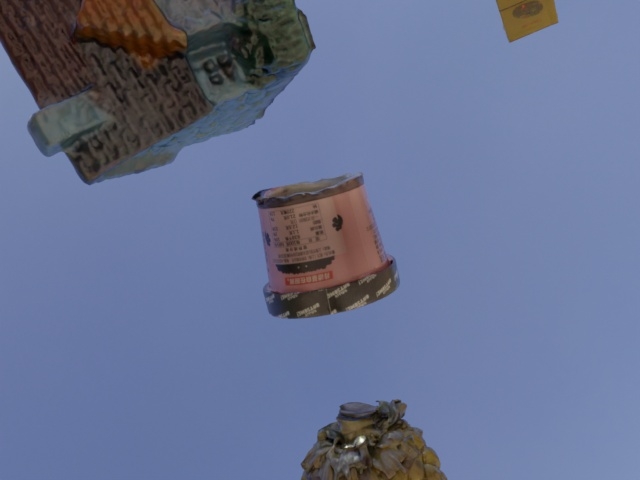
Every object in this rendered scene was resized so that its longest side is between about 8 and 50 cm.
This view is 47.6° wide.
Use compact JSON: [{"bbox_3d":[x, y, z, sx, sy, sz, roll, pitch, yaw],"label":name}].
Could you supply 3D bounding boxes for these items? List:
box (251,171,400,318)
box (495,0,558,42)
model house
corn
[{"bbox_3d":[0.000,0.000,0.795,0.151,0.151,0.135,-20,-77,-29],"label":"box"},{"bbox_3d":[0.326,-0.377,1.152,0.087,0.023,0.155,-23,-24,16],"label":"box"},{"bbox_3d":[-0.264,-0.285,0.946,0.339,0.297,0.360,-31,-88,-30],"label":"model house"},{"bbox_3d":[0.065,0.266,0.509,0.115,0.115,0.317,-19,-87,-29],"label":"corn"}]
